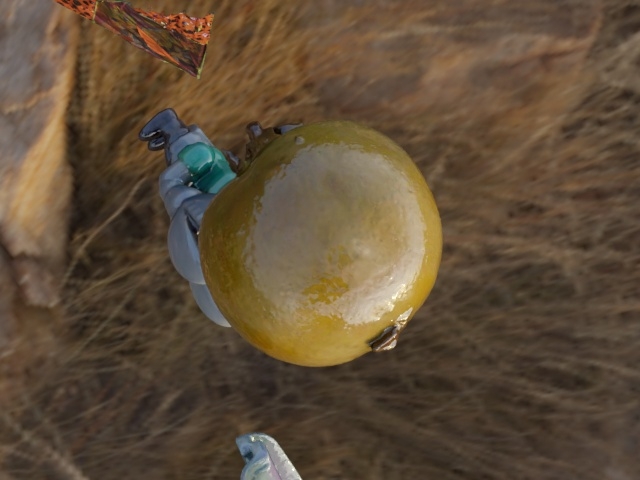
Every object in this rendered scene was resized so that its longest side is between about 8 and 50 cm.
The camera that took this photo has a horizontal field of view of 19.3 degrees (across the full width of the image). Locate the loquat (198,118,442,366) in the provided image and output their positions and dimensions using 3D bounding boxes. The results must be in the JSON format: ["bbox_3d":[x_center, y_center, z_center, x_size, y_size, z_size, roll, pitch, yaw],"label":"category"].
[{"bbox_3d":[0.000,0.000,1.143,0.137,0.163,0.163,-19,88,-54],"label":"loquat"}]

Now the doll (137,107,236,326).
[{"bbox_3d":[-0.096,-0.007,1.950,0.153,0.258,0.195,-43,134,1],"label":"doll"}]

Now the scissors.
[{"bbox_3d":[-0.009,0.211,1.223,0.125,0.030,0.256,-23,134,-3],"label":"scissors"}]

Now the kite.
[{"bbox_3d":[-0.127,-0.155,1.455,0.125,0.222,0.008,39,72,-47],"label":"kite"}]
